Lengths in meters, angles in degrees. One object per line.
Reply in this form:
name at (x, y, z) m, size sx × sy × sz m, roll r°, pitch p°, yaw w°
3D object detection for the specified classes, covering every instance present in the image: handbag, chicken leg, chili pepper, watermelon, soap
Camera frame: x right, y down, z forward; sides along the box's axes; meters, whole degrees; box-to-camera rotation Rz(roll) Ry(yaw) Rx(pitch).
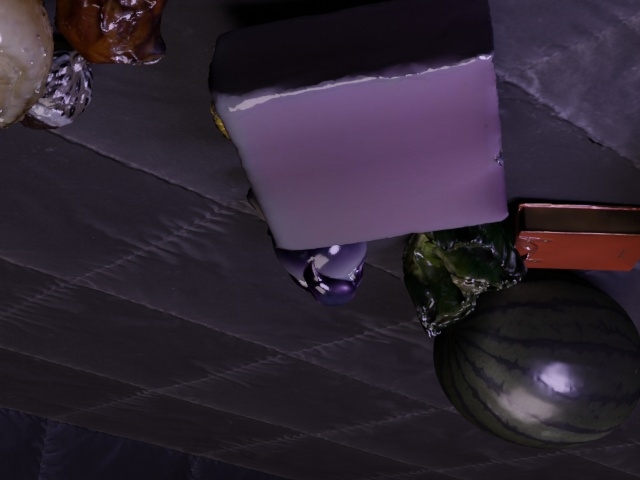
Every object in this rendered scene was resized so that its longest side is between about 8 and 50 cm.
handbag at (0.356, -0.003, 1.423) m, size 0.190 × 0.062 × 0.127 m, roll 3°, pitch 156°, yaw -1°
chicken leg at (-0.180, -0.273, 0.912) m, size 0.113 × 0.093 × 0.304 m, roll -6°, pitch 151°, yaw -19°
chili pepper at (0.199, 0.019, 1.432) m, size 0.116 × 0.148 × 0.264 m, roll -17°, pitch 159°, yaw -16°
watermelon at (0.349, 0.186, 1.583) m, size 0.359 × 0.278 × 0.279 m, roll 12°, pitch 155°, yaw -21°
soap at (0.053, -0.114, 1.097) m, size 0.285 × 0.107 × 0.296 m, roll -8°, pitch 146°, yaw 7°

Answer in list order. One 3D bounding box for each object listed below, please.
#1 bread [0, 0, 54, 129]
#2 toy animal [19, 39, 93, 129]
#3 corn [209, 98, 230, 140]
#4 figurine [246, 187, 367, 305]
bread at (-0.406, -0.218, 0.973) m, size 0.306 × 0.158 × 0.305 m, roll 3°, pitch 153°, yaw 1°
toy animal at (-0.291, -0.174, 1.126) m, size 0.137 × 0.098 × 0.098 m, roll -15°, pitch 149°, yaw 37°
corn at (-0.055, -0.121, 1.232) m, size 0.072 × 0.072 × 0.203 m, roll -14°, pitch 148°, yaw 37°
figurine at (0.000, 0.000, 1.403) m, size 0.145 × 0.145 × 0.222 m, roll -4°, pitch 151°, yaw 20°
